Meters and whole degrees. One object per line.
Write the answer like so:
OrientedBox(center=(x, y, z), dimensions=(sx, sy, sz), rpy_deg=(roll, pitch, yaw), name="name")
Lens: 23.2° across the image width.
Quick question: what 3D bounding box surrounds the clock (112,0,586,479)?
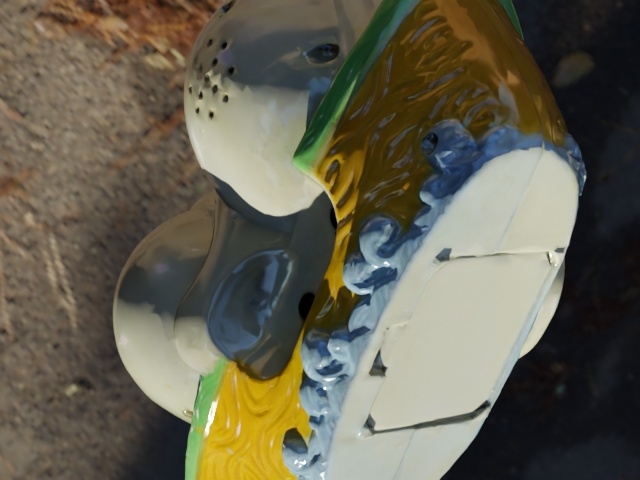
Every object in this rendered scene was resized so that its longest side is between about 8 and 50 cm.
OrientedBox(center=(0.000, 0.000, 0.518), dimensions=(0.103, 0.144, 0.231), rpy_deg=(1, 122, -40), name="clock")
